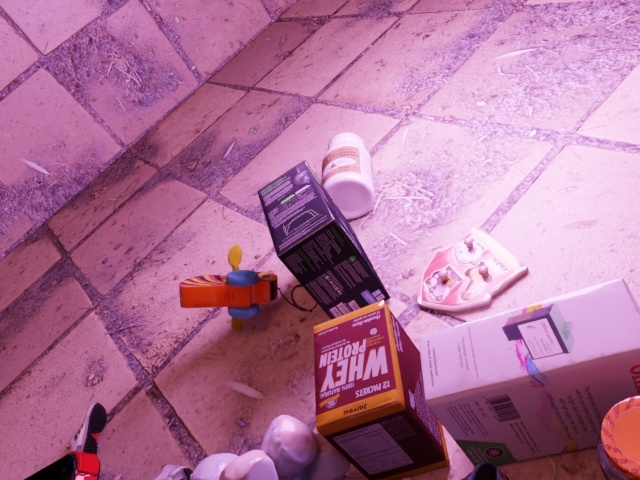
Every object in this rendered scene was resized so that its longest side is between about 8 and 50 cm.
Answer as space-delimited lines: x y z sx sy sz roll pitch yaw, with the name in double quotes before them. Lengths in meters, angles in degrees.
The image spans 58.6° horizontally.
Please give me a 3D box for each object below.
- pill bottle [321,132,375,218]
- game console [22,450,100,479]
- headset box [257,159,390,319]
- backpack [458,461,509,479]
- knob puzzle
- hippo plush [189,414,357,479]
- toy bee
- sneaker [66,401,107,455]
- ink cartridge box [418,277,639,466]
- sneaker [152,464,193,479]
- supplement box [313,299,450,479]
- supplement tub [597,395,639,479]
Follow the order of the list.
"pill bottle" 0.068 -0.172 1.446 0.131 0.131 0.229 -22 37 20
"game console" -0.583 0.618 1.105 0.387 0.060 0.341 -34 38 26
"headset box" 0.000 0.000 1.208 0.131 0.246 0.283 -33 34 6
"backpack" 0.190 0.373 0.703 0.117 0.158 0.173 -30 17 40
"knob puzzle" 0.266 0.062 1.097 0.213 0.030 0.213 -23 38 19
"hippo plush" -0.079 0.424 0.873 0.237 0.234 0.294 -25 76 45
"toy bee" -0.162 0.120 1.313 0.162 0.298 0.195 -76 7 -77
"sneaker" -0.550 0.451 1.317 0.075 0.057 0.161 -20 41 13
"ink cartridge box" 0.303 0.189 0.768 0.278 0.201 0.117 -21 38 21
"sneaker" -0.317 0.504 1.061 0.083 0.071 0.190 -3 38 47
"supplement box" 0.092 0.240 0.896 0.129 0.194 0.191 -24 37 17
"supplement tub" 0.380 0.259 0.632 0.117 0.190 0.117 -22 38 18
